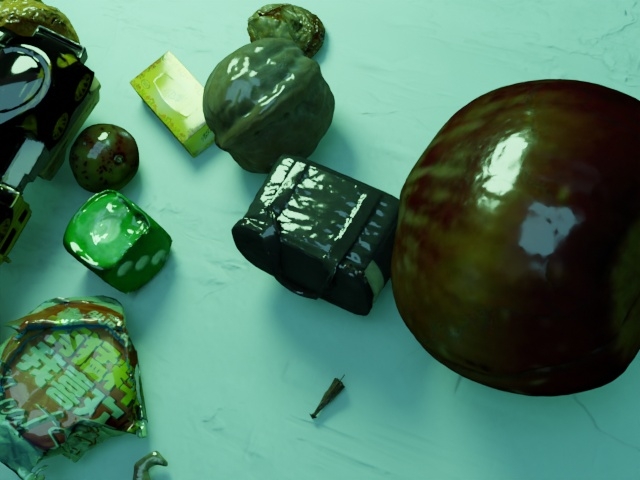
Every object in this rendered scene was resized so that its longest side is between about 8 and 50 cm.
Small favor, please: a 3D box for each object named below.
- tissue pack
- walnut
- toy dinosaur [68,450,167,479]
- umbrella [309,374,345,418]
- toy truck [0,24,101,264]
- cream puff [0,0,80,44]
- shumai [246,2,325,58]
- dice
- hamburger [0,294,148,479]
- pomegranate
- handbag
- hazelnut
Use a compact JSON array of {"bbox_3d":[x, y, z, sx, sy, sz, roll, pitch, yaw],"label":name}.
[{"bbox_3d":[-0.246,-0.242,1.631,0.095,0.062,0.176,-39,65,-5],"label":"tissue pack"},{"bbox_3d":[-0.089,-0.219,1.514,0.224,0.224,0.224,-4,68,11],"label":"walnut"},{"bbox_3d":[-0.247,0.443,1.344,0.162,0.077,0.294,-37,66,-4],"label":"toy dinosaur"},{"bbox_3d":[0.012,0.237,1.401,0.020,0.031,0.083,44,84,-8],"label":"umbrella"},{"bbox_3d":[-0.525,-0.154,1.557,0.181,0.254,0.405,25,76,3],"label":"toy truck"},{"bbox_3d":[-0.545,-0.383,1.716,0.183,0.183,0.169,-28,42,0],"label":"cream puff"},{"bbox_3d":[-0.059,-0.377,1.635,0.139,0.105,0.123,36,75,-3],"label":"shumai"},{"bbox_3d":[-0.332,0.003,1.519,0.131,0.120,0.128,34,80,25],"label":"dice"},{"bbox_3d":[-0.409,0.228,1.446,0.276,0.150,0.260,-23,82,-14],"label":"hamburger"},{"bbox_3d":[-0.377,-0.144,1.589,0.130,0.130,0.130,-4,68,11],"label":"pomegranate"},{"bbox_3d":[0.000,0.000,1.416,0.254,0.181,0.181,26,67,17],"label":"handbag"},{"bbox_3d":[0.309,-0.001,1.257,0.402,0.402,0.429,17,84,18],"label":"hazelnut"}]
